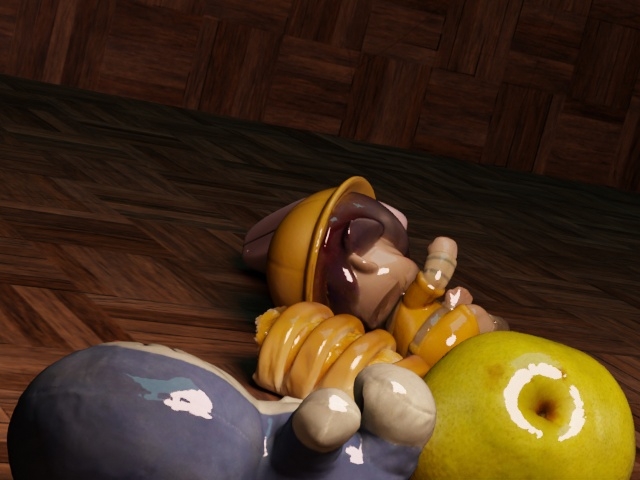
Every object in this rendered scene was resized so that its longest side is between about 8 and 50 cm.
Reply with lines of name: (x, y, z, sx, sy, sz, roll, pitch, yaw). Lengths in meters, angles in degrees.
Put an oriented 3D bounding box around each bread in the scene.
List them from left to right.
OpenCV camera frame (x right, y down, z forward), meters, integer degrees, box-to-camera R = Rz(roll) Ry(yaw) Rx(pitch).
bread: (0.022, 0.115, 1.453, 0.177, 0.084, 0.119, 23, 13, 22)

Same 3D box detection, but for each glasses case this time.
glasses case: (0.000, 0.000, 1.822, 0.113, 0.075, 0.297, 15, -14, -21)

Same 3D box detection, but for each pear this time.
pear: (0.142, 0.160, 1.211, 0.180, 0.166, 0.216, 0, -17, -13)

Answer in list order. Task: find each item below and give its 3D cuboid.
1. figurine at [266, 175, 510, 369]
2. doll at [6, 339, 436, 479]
figurine: (0.054, 0.054, 1.578, 0.167, 0.192, 0.257, -30, 51, -26)
doll: (-0.070, 0.139, 1.013, 0.258, 0.154, 0.228, 20, -24, -10)
